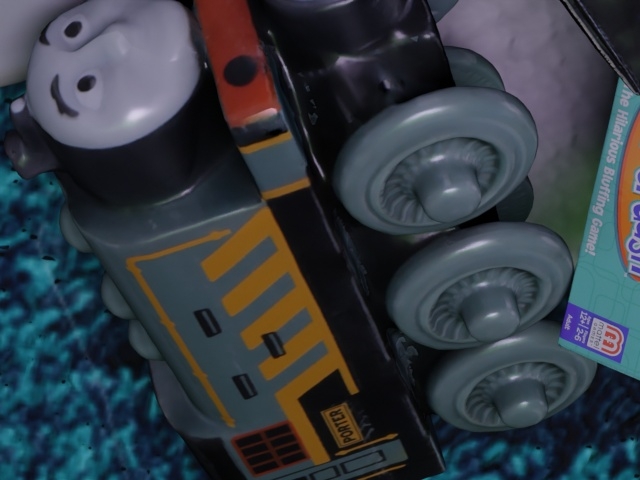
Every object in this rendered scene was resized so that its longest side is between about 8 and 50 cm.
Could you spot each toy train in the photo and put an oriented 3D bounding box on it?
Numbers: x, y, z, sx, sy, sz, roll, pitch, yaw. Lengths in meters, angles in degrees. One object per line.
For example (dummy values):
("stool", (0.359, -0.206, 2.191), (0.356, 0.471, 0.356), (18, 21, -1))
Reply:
("toy train", (0.000, 0.000, 0.801), (0.190, 0.142, 0.334), (-20, 145, 4))

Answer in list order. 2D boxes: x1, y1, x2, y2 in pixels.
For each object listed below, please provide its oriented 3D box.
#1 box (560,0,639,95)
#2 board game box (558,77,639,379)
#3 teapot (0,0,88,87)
("box", (0.201, -0.210, 0.693), (0.322, 0.257, 0.079), (-33, 116, 12))
("board game box", (0.182, -0.050, 0.811), (0.047, 0.210, 0.160), (24, 120, 27))
("teapot", (-0.144, -0.192, 0.713), (0.256, 0.187, 0.252), (-13, 149, -18))
